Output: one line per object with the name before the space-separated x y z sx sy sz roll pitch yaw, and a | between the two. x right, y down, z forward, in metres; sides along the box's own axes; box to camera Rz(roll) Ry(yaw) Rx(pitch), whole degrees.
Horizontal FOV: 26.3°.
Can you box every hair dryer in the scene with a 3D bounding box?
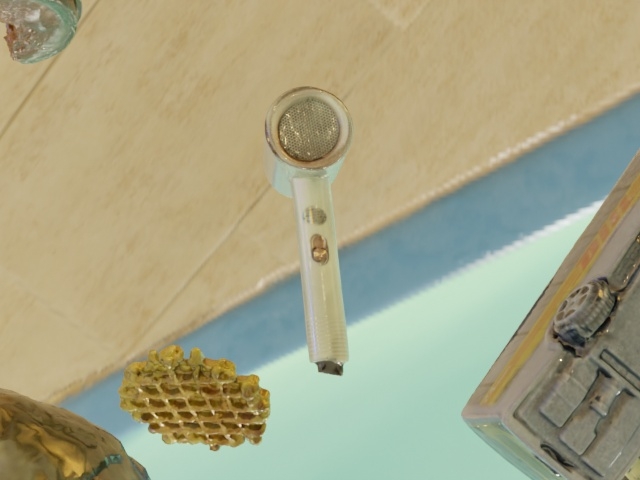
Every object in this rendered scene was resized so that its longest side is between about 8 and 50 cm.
hair dryer | 0.000 0.000 1.169 0.073 0.131 0.236 -9 79 -6

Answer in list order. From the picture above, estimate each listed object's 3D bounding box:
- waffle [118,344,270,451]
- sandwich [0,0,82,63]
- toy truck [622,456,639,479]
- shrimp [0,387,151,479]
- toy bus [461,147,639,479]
waffle | -0.147 0.186 1.598 0.191 0.038 0.191 8 140 7
sandwich | -0.197 -0.158 0.928 0.067 0.135 0.029 -15 76 5
toy truck | 0.298 0.262 1.464 0.113 0.126 0.208 48 149 14
shrimp | -0.040 0.214 0.412 0.137 0.172 0.372 -32 96 24
toy bus | 0.136 0.017 0.567 0.064 0.075 0.190 40 71 -8
